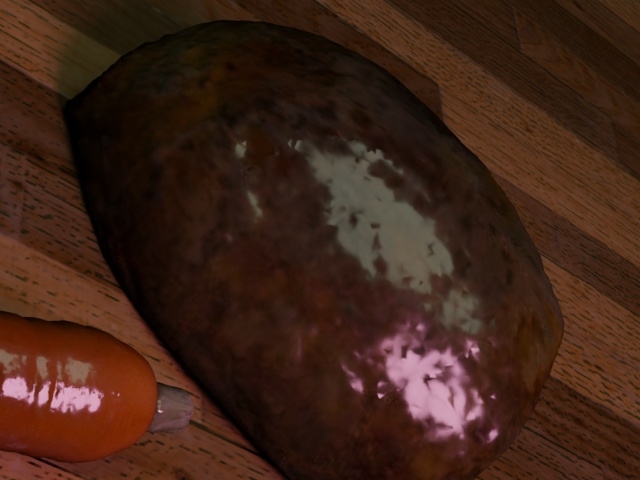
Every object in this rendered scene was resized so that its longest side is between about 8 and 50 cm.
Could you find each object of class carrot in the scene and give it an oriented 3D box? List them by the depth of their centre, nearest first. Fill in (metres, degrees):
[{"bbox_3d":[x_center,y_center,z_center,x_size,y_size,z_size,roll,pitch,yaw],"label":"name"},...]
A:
[{"bbox_3d":[-0.195,0.050,0.729,0.336,0.069,0.069,16,47,-36],"label":"carrot"}]

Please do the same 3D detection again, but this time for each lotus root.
[{"bbox_3d":[0.004,-0.004,0.955,0.314,0.142,0.210,50,33,-3],"label":"lotus root"}]
